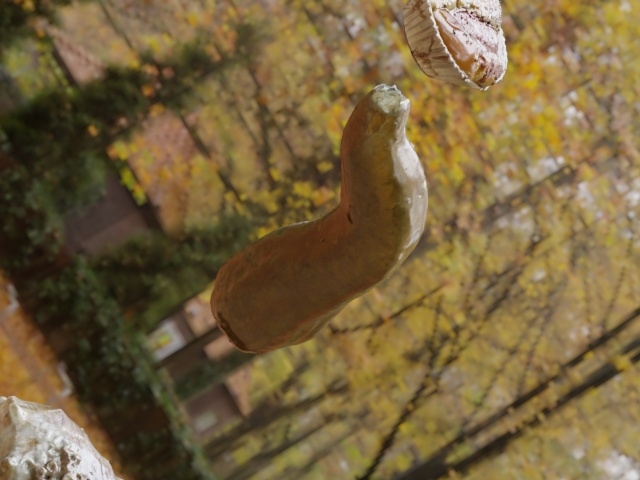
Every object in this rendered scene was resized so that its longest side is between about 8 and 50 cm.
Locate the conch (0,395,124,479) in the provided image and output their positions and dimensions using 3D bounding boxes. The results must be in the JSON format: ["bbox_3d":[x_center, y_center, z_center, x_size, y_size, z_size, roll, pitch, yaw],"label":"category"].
[{"bbox_3d":[-0.212,0.228,1.091,0.245,0.178,0.163,24,24,-10],"label":"conch"}]

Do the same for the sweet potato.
[{"bbox_3d":[0.006,0.002,0.831,0.081,0.062,0.233,26,-44,-15],"label":"sweet potato"}]

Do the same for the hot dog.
[{"bbox_3d":[0.115,-0.169,1.131,0.192,0.053,0.099,-16,85,-68],"label":"hot dog"}]
